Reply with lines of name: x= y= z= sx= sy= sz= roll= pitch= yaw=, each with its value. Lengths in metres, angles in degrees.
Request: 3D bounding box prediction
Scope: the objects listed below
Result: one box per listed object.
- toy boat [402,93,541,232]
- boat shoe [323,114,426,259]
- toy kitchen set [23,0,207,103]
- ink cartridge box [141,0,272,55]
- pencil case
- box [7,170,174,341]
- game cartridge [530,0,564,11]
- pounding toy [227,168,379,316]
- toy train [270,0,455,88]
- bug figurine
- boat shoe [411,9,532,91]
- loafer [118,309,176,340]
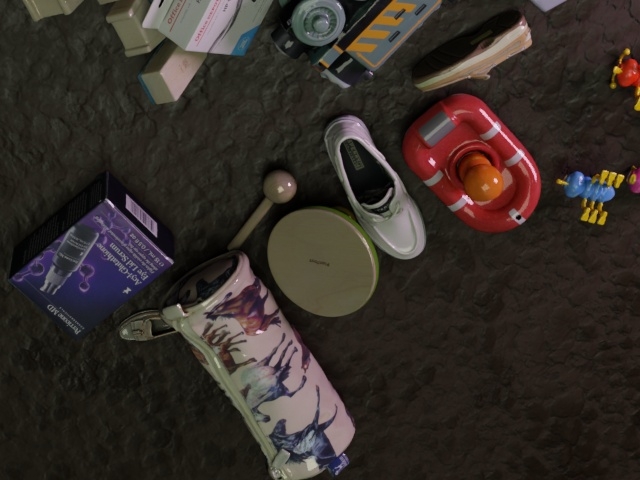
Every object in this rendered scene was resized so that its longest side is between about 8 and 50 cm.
toy boat: x=0.237 y=-0.102 z=2.042 sx=0.151 sy=0.151 sz=0.231 roll=-41 pitch=114 yaw=13
boat shoe: x=0.089 y=-0.069 z=2.075 sx=0.096 sy=0.088 sz=0.267 roll=-24 pitch=117 yaw=5
toy kitchen set: x=-0.291 y=-0.302 z=1.916 sx=0.166 sy=0.122 sz=0.207 roll=-6 pitch=126 yaw=29
ink cartridge box: x=-0.154 y=-0.317 z=1.874 sx=0.060 sy=0.180 sz=0.104 roll=39 pitch=113 yaw=23
pencil case: x=-0.099 y=0.205 z=2.135 sx=0.160 sy=0.183 sz=0.410 roll=-13 pitch=122 yaw=31
box: x=-0.348 y=0.025 z=2.057 sx=0.207 sy=0.108 sz=0.153 roll=-40 pitch=115 yaw=12
game cartridge: x=0.313 y=-0.483 z=1.917 sx=0.196 sy=0.060 sz=0.294 roll=-30 pitch=116 yaw=4
pounding toy: x=0.000 y=0.000 z=2.105 sx=0.237 sy=0.110 sz=0.183 roll=36 pitch=125 yaw=8
toy train: x=0.086 y=-0.362 z=1.908 sx=0.190 sy=0.142 sz=0.334 roll=35 pitch=108 yaw=-31
bug figurine: x=0.497 y=-0.152 z=2.094 sx=0.216 sy=0.072 sz=0.279 roll=16 pitch=109 yaw=-21
boat shoe: x=0.230 y=-0.264 z=2.011 sx=0.190 sy=0.068 sz=0.072 roll=-27 pitch=128 yaw=6
loafer: x=-0.262 y=0.135 z=2.160 sx=0.125 sy=0.039 sz=0.045 roll=-14 pitch=118 yaw=0
